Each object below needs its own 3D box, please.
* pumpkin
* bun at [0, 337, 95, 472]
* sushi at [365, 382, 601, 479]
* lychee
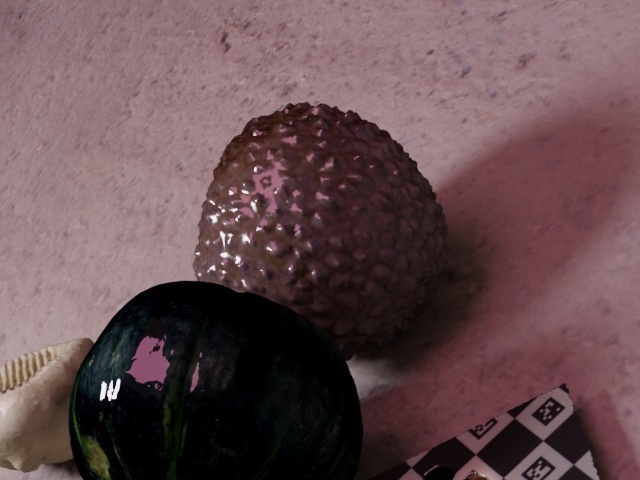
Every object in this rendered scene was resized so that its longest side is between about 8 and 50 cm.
[{"bbox_3d":[-0.111,0.196,1.586,0.315,0.315,0.238,-19,43,39],"label":"pumpkin"},{"bbox_3d":[-0.357,0.219,2.044,0.231,0.133,0.231,-28,10,5],"label":"bun"},{"bbox_3d":[0.147,0.286,1.413,0.264,0.050,0.290,-28,32,15],"label":"sushi"},{"bbox_3d":[-0.001,-0.001,1.739,0.300,0.300,0.300,-32,33,23],"label":"lychee"}]
